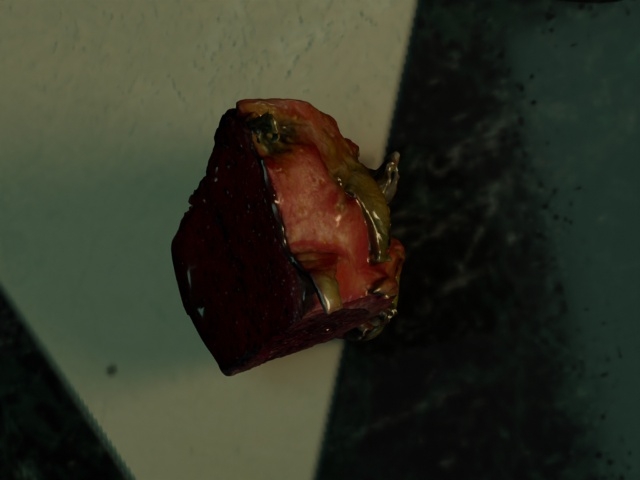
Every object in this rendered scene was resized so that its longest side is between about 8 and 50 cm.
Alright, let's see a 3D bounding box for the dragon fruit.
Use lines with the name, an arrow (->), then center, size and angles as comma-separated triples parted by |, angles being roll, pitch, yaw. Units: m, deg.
dragon fruit -> 0.000, 0.000, 0.772 | 0.147, 0.096, 0.102 | 133, 125, -62
